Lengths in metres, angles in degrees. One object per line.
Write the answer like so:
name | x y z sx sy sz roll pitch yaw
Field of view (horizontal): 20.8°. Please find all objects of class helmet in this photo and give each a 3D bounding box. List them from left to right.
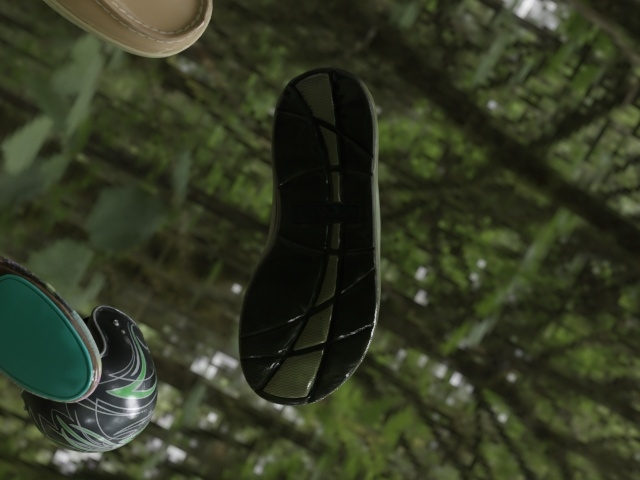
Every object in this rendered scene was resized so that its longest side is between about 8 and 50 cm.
helmet | -0.278 0.178 2.107 0.169 0.169 0.162 -49 -150 39

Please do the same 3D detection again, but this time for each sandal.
sandal | 0.002 -0.001 1.558 0.086 0.120 0.303 56 42 -86

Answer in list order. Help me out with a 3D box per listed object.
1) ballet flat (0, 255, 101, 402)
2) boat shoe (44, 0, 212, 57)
ballet flat | -0.255 0.038 1.294 0.077 0.221 0.079 -55 -172 3
boat shoe | -0.188 -0.268 1.261 0.122 0.341 0.110 -51 -154 -19
